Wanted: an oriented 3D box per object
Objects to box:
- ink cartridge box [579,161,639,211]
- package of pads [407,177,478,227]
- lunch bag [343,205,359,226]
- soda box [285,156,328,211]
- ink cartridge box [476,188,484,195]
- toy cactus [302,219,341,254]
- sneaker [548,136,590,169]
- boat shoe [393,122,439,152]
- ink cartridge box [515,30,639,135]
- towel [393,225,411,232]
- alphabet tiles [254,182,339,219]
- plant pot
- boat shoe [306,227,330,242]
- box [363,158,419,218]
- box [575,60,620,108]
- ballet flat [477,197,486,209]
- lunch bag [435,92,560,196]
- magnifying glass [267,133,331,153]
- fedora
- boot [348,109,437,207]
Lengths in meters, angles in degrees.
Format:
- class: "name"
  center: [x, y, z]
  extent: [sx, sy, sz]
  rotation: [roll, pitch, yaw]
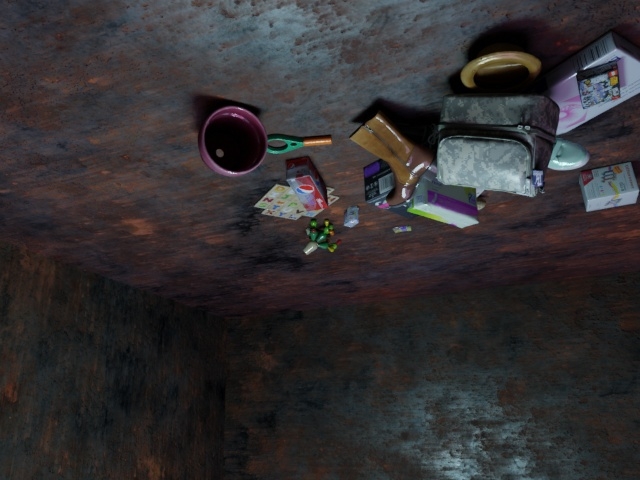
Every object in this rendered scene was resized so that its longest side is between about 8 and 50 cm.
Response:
- class: "ink cartridge box"
  center: [1.106, -0.204, 1.955]
  extent: [0.176, 0.128, 0.127]
  rotation: [-12, 157, 21]
- class: "package of pads"
  center: [0.430, -0.188, 1.791]
  extent: [0.297, 0.229, 0.101]
  rotation: [13, 159, -36]
- class: "lunch bag"
  center: [0.136, -0.106, 2.208]
  extent: [0.053, 0.071, 0.083]
  rotation: [14, 157, -27]
- class: "soda box"
  center: [-0.046, -0.204, 1.890]
  extent: [0.092, 0.083, 0.263]
  rotation: [-10, 156, 12]
- class: "ink cartridge box"
  center: [0.566, -0.196, 2.020]
  extent: [0.104, 0.061, 0.181]
  rotation: [2, 159, -9]
- class: "toy cactus"
  center: [0.000, 0.000, 2.369]
  extent: [0.180, 0.112, 0.219]
  rotation: [-44, 142, 0]
- class: "sneaker"
  center: [0.694, -0.293, 1.585]
  extent: [0.256, 0.094, 0.151]
  rotation: [23, -176, 34]
- class: "boat shoe"
  center: [0.341, -0.318, 1.609]
  extent: [0.307, 0.113, 0.105]
  rotation: [13, 154, 5]
- class: "ink cartridge box"
  center: [0.770, -0.415, 1.447]
  extent: [0.330, 0.071, 0.324]
  rotation: [11, 155, -29]
- class: "towel"
  center: [0.395, -0.054, 2.460]
  extent: [0.083, 0.009, 0.060]
  rotation: [-8, 158, 15]
- class: "alphabet tiles"
  center: [-0.101, -0.162, 2.119]
  extent: [0.285, 0.011, 0.342]
  rotation: [10, 156, -28]
- class: "plant pot"
  center: [-0.282, -0.286, 1.541]
  extent: [0.201, 0.201, 0.180]
  rotation: [8, 174, -26]
- class: "boat shoe"
  center: [-0.009, -0.027, 2.455]
  extent: [0.153, 0.048, 0.056]
  rotation: [10, 134, -46]
- class: "box"
  center: [0.308, -0.195, 1.882]
  extent: [0.270, 0.143, 0.165]
  rotation: [15, 154, -40]
- class: "box"
  center: [0.730, -0.404, 1.336]
  extent: [0.094, 0.027, 0.137]
  rotation: [-15, 154, 28]
- class: "ballet flat"
  center: [0.587, -0.154, 2.133]
  extent: [0.206, 0.073, 0.067]
  rotation: [-11, 144, 12]
- class: "lunch bag"
  center: [0.480, -0.262, 1.400]
  extent: [0.305, 0.255, 0.213]
  rotation: [13, -170, 36]
- class: "magnifying glass"
  center: [-0.079, -0.323, 1.676]
  extent: [0.231, 0.026, 0.092]
  rotation: [-2, 159, 5]
- class: "fedora"
  center: [0.460, -0.449, 1.304]
  extent: [0.195, 0.079, 0.194]
  rotation: [6, 163, 2]
- class: "boot"
  center: [0.206, -0.243, 1.599]
  extent: [0.281, 0.096, 0.264]
  rotation: [31, 146, -14]
